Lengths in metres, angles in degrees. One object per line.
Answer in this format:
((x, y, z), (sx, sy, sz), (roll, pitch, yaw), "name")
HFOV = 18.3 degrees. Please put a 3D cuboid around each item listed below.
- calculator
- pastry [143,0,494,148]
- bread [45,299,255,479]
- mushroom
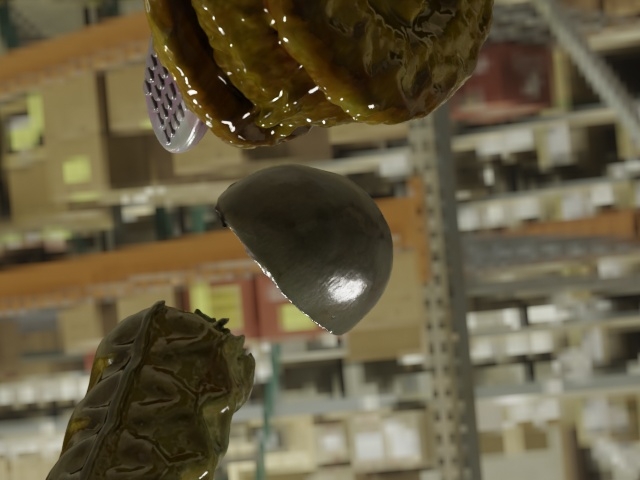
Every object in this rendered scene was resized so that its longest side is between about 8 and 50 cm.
((-0.095, -0.131, 1.431), (0.024, 0.103, 0.166), (-6, 148, -26), "calculator")
((0.002, -0.174, 1.088), (0.132, 0.235, 0.240), (-4, -151, 27), "pastry")
((-0.111, 0.153, 1.113), (0.098, 0.269, 0.087), (12, 137, 5), "bread")
((0.000, 0.000, 1.727), (0.117, 0.141, 0.188), (-26, 144, 12), "mushroom")
